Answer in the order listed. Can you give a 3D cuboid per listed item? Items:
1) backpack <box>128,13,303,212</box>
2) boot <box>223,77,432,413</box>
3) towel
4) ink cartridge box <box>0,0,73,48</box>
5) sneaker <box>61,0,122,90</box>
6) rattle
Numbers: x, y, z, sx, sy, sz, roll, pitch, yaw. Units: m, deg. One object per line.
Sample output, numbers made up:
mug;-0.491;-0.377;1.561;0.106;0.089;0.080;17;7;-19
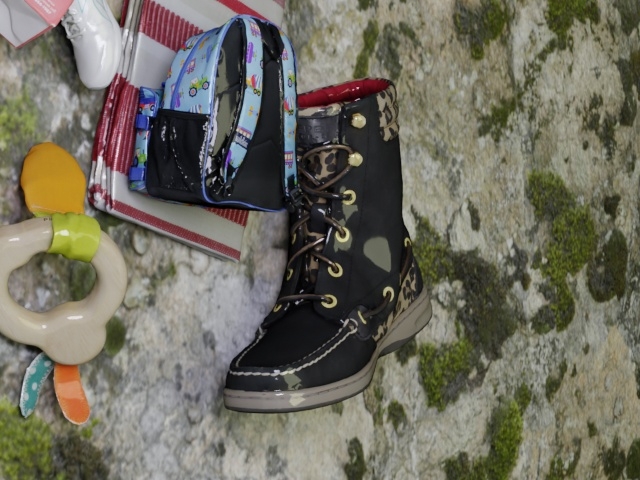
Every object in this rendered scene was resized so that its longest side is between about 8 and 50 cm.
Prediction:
backpack;-0.090;-0.117;1.552;0.158;0.116;0.173;6;89;-59
boot;0.000;0.000;1.739;0.377;0.138;0.284;-29;117;-57
towel;-0.120;-0.162;1.647;0.237;0.037;0.329;24;73;-57
ink cartridge box;-0.231;-0.271;1.412;0.115;0.067;0.198;44;54;-22
sneaker;-0.214;-0.206;1.492;0.061;0.053;0.152;-6;88;-48
rattle;-0.237;0.042;1.478;0.130;0.143;0.200;-24;132;-20
